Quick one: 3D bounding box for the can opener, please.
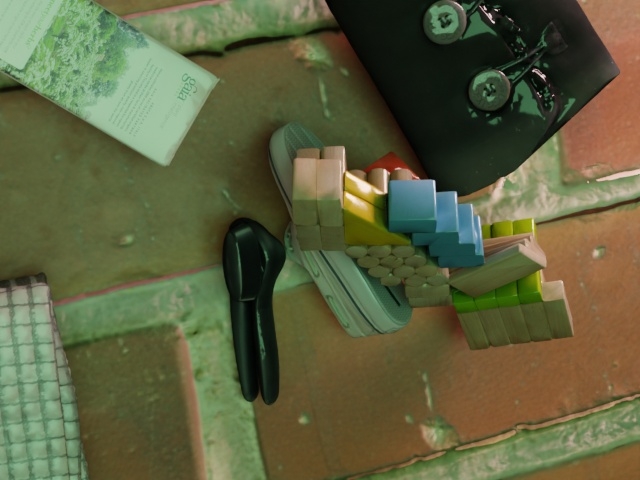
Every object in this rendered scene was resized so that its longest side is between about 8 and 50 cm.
[{"bbox_3d":[-0.067,0.068,1.173,0.073,0.059,0.186,-19,114,-41],"label":"can opener"}]

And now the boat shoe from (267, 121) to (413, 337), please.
[{"bbox_3d":[0.000,0.000,1.168,0.075,0.083,0.226,-24,99,34],"label":"boat shoe"}]

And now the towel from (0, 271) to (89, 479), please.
[{"bbox_3d":[-0.329,0.186,1.077,0.234,0.121,0.284,-9,98,-17],"label":"towel"}]

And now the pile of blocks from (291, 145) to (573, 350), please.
[{"bbox_3d":[0.114,-0.016,1.130,0.362,0.149,0.113,30,48,-40],"label":"pile of blocks"}]

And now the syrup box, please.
[{"bbox_3d":[-0.216,-0.164,1.075,0.236,0.096,0.093,30,90,-18],"label":"syrup box"}]

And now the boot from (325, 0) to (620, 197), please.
[{"bbox_3d":[0.019,-0.217,1.126,0.367,0.146,0.445,-33,119,9],"label":"boot"}]
